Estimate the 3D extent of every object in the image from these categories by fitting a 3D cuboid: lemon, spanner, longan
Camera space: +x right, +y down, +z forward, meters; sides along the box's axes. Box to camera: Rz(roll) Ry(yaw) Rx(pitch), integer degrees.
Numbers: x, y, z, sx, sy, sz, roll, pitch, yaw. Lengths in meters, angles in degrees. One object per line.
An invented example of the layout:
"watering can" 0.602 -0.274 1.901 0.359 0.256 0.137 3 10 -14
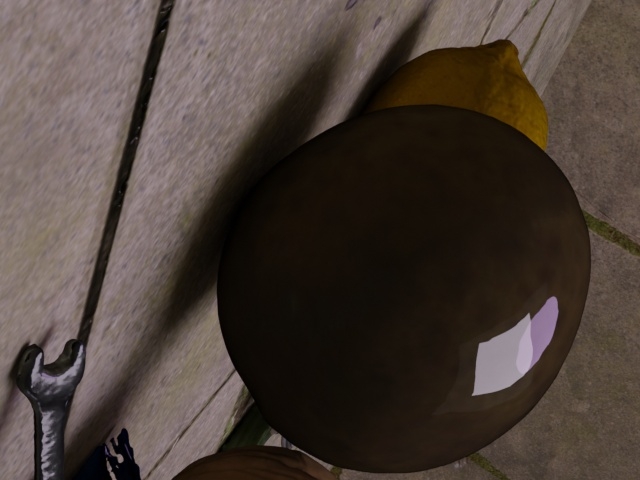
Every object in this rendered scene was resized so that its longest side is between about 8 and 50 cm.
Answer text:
"lemon" 0.125 -0.089 1.567 0.256 0.188 0.188 -55 172 7
"spanner" -0.183 0.174 1.050 0.054 0.015 0.254 -25 130 -44
"longan" 0.068 0.039 1.300 0.319 0.319 0.319 -56 171 -13

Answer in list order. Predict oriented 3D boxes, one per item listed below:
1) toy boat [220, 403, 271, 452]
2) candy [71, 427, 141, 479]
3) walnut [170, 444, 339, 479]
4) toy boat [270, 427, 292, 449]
"toy boat" -0.073 0.249 2.089 0.293 0.055 0.093 -51 170 -42
"candy" -0.222 0.325 1.280 0.331 0.077 0.187 -51 131 -49
"walnut" -0.053 0.284 1.292 0.228 0.228 0.228 -56 171 -13
"toy boat" -0.036 0.176 1.966 0.084 0.066 0.210 -88 176 -46
